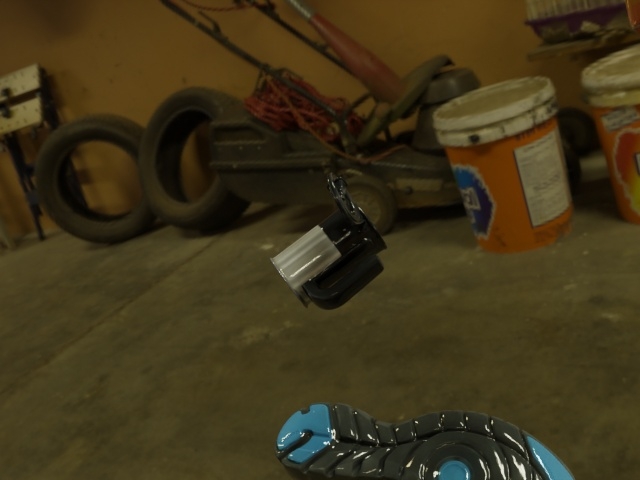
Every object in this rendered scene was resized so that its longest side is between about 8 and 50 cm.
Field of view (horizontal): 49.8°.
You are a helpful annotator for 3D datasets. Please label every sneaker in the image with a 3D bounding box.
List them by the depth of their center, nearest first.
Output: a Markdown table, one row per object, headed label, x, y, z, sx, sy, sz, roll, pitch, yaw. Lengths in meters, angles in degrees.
| label | x | y | z | sx | sy | sz | roll | pitch | yaw |
| --- | --- | --- | --- | --- | --- | --- | --- | --- | --- |
| sneaker | 0.119 | 0.270 | 0.779 | 0.340 | 0.140 | 0.125 | 4 | 44 | 31 |

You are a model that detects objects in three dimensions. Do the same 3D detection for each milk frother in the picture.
| label | x | y | z | sx | sy | sz | roll | pitch | yaw |
| --- | --- | --- | --- | --- | --- | --- | --- | --- | --- |
| milk frother | 0.000 | 0.000 | 0.873 | 0.134 | 0.143 | 0.129 | -37 | 22 | -3 |

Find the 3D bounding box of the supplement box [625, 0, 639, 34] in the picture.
| label | x | y | z | sx | sy | sz | roll | pitch | yaw |
| --- | --- | --- | --- | --- | --- | --- | --- | --- | --- |
| supplement box | 0.364 | -0.340 | 0.751 | 0.078 | 0.234 | 0.080 | -16 | -12 | 40 |
